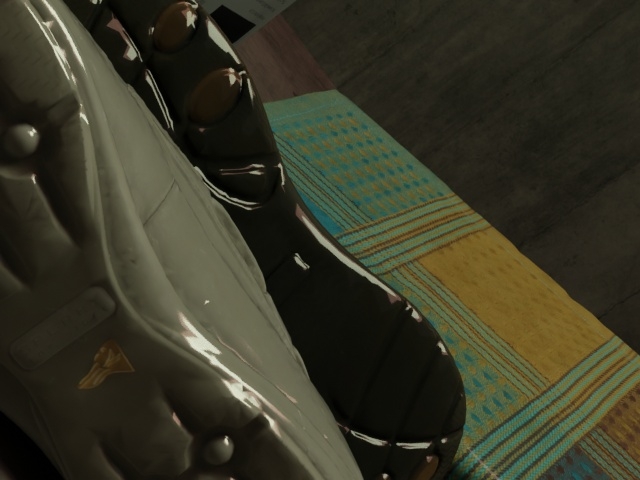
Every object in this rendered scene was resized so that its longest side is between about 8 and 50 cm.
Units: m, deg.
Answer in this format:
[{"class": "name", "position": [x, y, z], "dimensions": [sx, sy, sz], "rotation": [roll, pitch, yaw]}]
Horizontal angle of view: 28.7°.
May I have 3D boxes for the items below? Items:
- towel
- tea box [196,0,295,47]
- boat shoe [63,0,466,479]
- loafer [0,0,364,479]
[{"class": "towel", "position": [0.064, 0.037, 0.777], "dimensions": [0.370, 0.040, 0.271], "rotation": [43, 29, 19]}, {"class": "tea box", "position": [-0.155, -0.324, 0.947], "dimensions": [0.324, 0.220, 0.329], "rotation": [54, 9, 5]}, {"class": "boat shoe", "position": [-0.069, 0.000, 0.577], "dimensions": [0.324, 0.122, 0.120], "rotation": [54, -22, -12]}, {"class": "loafer", "position": [-0.091, 0.003, 0.440], "dimensions": [0.319, 0.112, 0.111], "rotation": [59, 2, -18]}]
